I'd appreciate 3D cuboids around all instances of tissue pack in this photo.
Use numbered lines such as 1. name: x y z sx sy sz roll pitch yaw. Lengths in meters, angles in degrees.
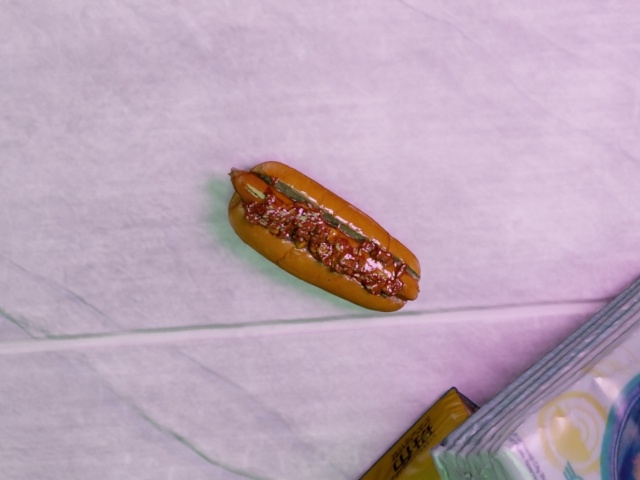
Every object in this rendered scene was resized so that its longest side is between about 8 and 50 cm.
1. tissue pack: 0.134 0.326 1.473 0.192 0.134 0.271 40 99 -13
2. tissue pack: 0.333 0.227 1.359 0.388 0.162 0.287 -33 103 -29

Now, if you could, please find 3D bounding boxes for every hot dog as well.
1. hot dog: 0.000 0.000 1.407 0.249 0.076 0.102 34 104 -12
